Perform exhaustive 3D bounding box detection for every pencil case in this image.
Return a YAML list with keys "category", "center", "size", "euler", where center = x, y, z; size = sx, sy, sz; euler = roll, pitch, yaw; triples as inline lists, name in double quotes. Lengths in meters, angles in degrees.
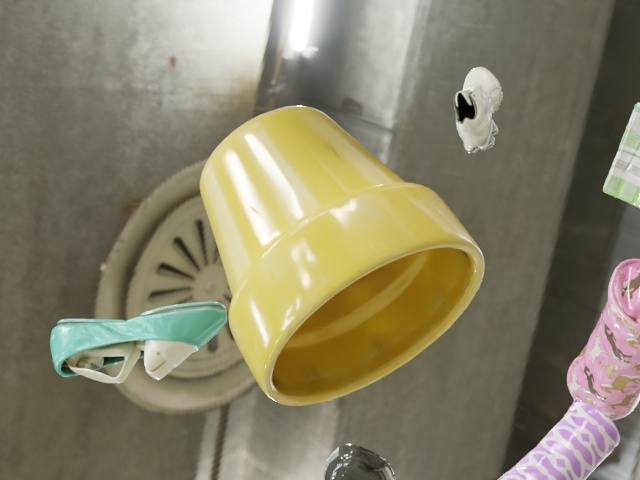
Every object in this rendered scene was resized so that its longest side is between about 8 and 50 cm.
- category: "pencil case"
  center: [0.317, 0.309, 1.412]
  size: [0.206, 0.088, 0.086]
  euler: [-35, -56, -21]
- category: "pencil case"
  center: [0.585, 0.193, 1.966]
  size: [0.160, 0.167, 0.386]
  euler: [-17, -32, -11]

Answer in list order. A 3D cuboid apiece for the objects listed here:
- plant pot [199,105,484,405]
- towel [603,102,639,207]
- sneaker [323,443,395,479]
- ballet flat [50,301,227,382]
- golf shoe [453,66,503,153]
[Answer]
- category: "plant pot"
  center: [0.000, 0.000, 1.055]
  size: [0.254, 0.239, 0.254]
  euler: [-24, -30, -15]
- category: "towel"
  center: [0.499, -0.119, 1.551]
  size: [0.023, 0.113, 0.152]
  euler: [-19, -48, -50]
- category: "sneaker"
  center: [0.021, 0.341, 1.178]
  size: [0.229, 0.086, 0.132]
  euler: [100, -166, -47]
- category: "ballet flat"
  center: [-0.226, 0.135, 1.286]
  size: [0.083, 0.247, 0.087]
  euler: [47, -141, -60]
- category: "golf shoe"
  center: [0.256, -0.234, 1.707]
  size: [0.086, 0.069, 0.176]
  euler: [43, -140, -41]
